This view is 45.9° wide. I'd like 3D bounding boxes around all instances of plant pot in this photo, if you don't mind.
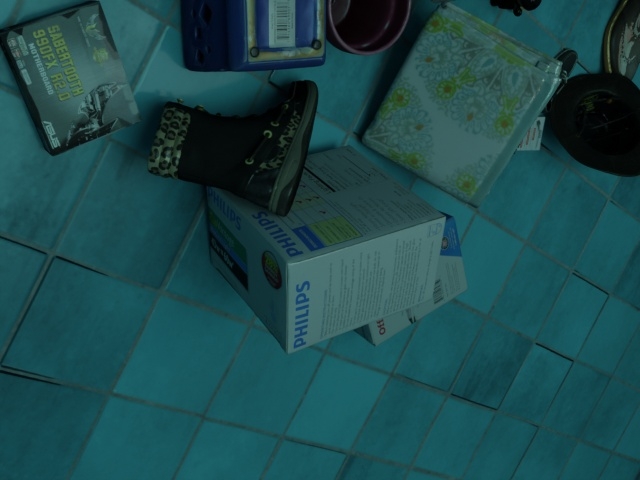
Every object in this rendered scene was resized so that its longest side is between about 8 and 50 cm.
[{"bbox_3d":[0.053,-0.487,1.546,0.201,0.180,0.202,-12,114,-30],"label":"plant pot"},{"bbox_3d":[-0.116,-0.434,1.436,0.235,0.212,0.236,-12,113,-31],"label":"plant pot"}]

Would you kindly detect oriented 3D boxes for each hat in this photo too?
[{"bbox_3d":[0.774,-0.296,2.087,0.331,0.331,0.134,-37,163,-16],"label":"hat"}]

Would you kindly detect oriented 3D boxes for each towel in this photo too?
[{"bbox_3d":[0.315,-0.301,1.698,0.375,0.320,0.090,-61,174,22],"label":"towel"}]

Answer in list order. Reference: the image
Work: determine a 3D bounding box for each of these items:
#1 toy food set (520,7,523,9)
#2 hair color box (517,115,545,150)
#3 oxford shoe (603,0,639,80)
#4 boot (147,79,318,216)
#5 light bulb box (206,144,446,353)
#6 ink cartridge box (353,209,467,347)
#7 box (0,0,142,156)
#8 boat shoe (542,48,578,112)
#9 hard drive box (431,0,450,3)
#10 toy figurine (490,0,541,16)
[{"bbox_3d":[0.492,-0.613,1.887,0.082,0.020,0.083,31,90,-37],"label":"toy food set"},{"bbox_3d":[0.513,-0.287,2.005,0.167,0.053,0.093,-4,109,-31],"label":"hair color box"},{"bbox_3d":[0.885,-0.598,2.080,0.129,0.132,0.364,-1,108,-34],"label":"oxford shoe"},{"bbox_3d":[-0.161,-0.219,1.500,0.284,0.378,0.138,13,138,-2],"label":"boot"},{"bbox_3d":[0.000,0.000,1.570,0.360,0.358,0.225,-17,128,-27],"label":"light bulb box"},{"bbox_3d":[0.199,0.084,1.891,0.307,0.129,0.223,-28,121,-22],"label":"ink cartridge box"},{"bbox_3d":[-0.449,-0.293,1.367,0.183,0.056,0.231,-26,121,-22],"label":"box"},{"bbox_3d":[0.638,-0.423,2.027,0.075,0.065,0.206,41,83,-37],"label":"boat shoe"},{"bbox_3d":[0.305,-0.643,1.616,0.181,0.089,0.232,-12,81,-10],"label":"hard drive box"},{"bbox_3d":[0.391,-0.530,1.772,0.213,0.148,0.210,14,99,-36],"label":"toy figurine"}]
